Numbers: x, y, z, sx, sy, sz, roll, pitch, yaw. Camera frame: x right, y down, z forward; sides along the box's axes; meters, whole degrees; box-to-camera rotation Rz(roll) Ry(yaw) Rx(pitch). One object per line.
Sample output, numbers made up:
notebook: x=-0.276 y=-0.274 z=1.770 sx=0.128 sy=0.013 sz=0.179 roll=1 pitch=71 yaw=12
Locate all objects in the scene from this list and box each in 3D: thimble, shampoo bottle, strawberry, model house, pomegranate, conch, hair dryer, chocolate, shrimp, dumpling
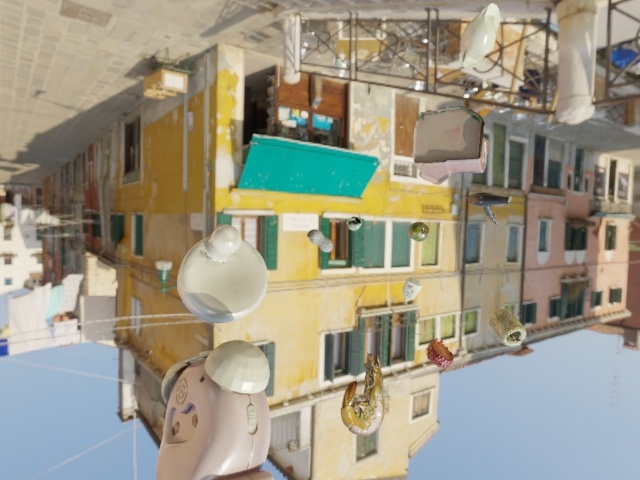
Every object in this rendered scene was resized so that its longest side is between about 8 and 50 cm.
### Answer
thimble: x=0.973 y=0.455 z=2.113 sx=0.190 sy=0.137 sz=0.143 roll=34 pitch=-161 yaw=-37
shampoo bottle: x=0.414 y=0.243 z=1.895 sx=0.077 sy=0.152 sz=0.045 roll=28 pitch=-138 yaw=15
strawberry: x=0.576 y=0.554 z=1.977 sx=0.145 sy=0.086 sz=0.145 roll=17 pitch=-151 yaw=-10
model house: x=0.475 y=-0.335 z=1.476 sx=0.236 sy=0.202 sz=0.237 roll=-1 pitch=167 yaw=24
pomegranate: x=0.530 y=-0.047 z=2.239 sx=0.114 sy=0.115 sz=0.142 roll=1 pitch=176 yaw=-20
conch: x=0.175 y=-0.091 z=2.054 sx=0.085 sy=0.076 sz=0.056 roll=-23 pitch=-166 yaw=27
hair dryer: x=0.827 y=-0.146 z=1.942 sx=0.195 sy=0.075 sz=0.219 roll=10 pitch=151 yaw=46
chocolate: x=0.000 y=0.000 z=2.039 sx=0.167 sy=0.072 sz=0.072 roll=39 pitch=162 yaw=-29
shrimp: x=0.137 y=0.471 z=1.247 sx=0.150 sy=0.249 sz=0.068 roll=13 pitch=168 yaw=-23
dumpling: x=0.684 y=-0.860 z=1.717 sx=0.179 sy=0.252 sz=0.131 roll=-18 pitch=-136 yaw=-30

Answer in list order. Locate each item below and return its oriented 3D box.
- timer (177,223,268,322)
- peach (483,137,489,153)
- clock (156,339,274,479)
timer: x=-0.248 y=0.092 z=1.056 sx=0.233 sy=0.234 sz=0.240 roll=0 pitch=161 yaw=-28
peach: x=0.736 y=-0.434 z=1.977 sx=0.152 sy=0.152 sz=0.152 roll=2 pitch=-177 yaw=0
clock: x=-0.246 y=0.412 z=0.926 sx=0.342 sy=0.326 sz=0.184 roll=-24 pitch=147 yaw=35
